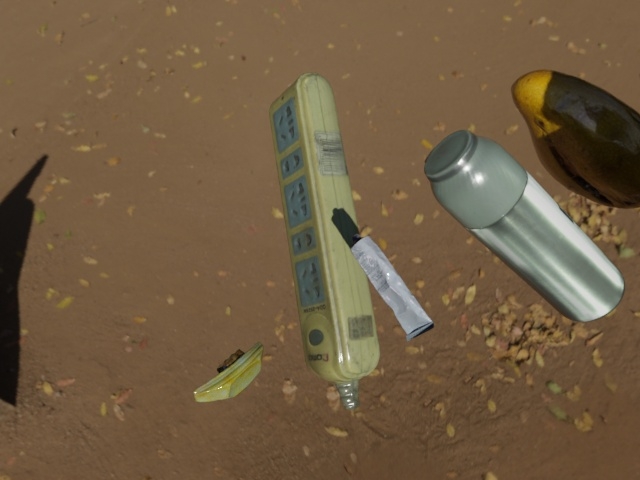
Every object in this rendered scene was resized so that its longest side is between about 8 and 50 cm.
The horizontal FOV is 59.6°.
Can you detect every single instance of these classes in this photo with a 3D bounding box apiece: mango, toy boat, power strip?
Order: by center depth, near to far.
[{"bbox_3d":[0.000,0.000,0.650,0.066,0.092,0.387,-4,79,-34],"label":"power strip"},{"bbox_3d":[0.399,-0.138,0.823,0.120,0.295,0.177,-64,25,1],"label":"mango"},{"bbox_3d":[-0.177,0.265,1.115,0.066,0.065,0.172,28,47,30],"label":"toy boat"}]

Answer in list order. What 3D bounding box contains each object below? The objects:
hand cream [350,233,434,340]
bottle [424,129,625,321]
[{"bbox_3d":[0.054,0.033,0.433,0.019,0.030,0.093,-21,70,-45],"label":"hand cream"},{"bbox_3d":[0.205,-0.011,0.568,0.079,0.253,0.096,-53,23,-1],"label":"bottle"}]
